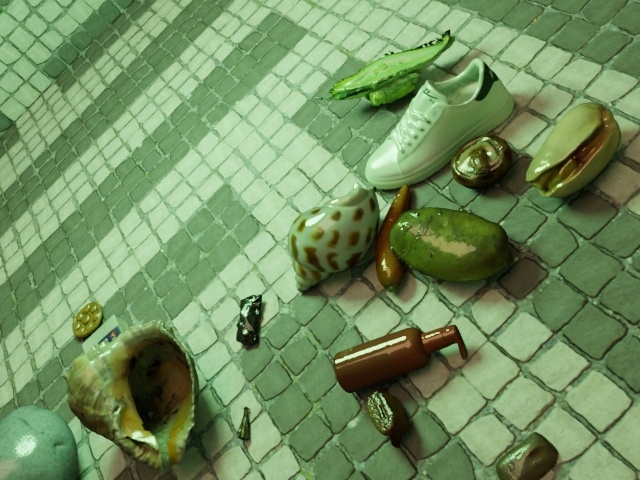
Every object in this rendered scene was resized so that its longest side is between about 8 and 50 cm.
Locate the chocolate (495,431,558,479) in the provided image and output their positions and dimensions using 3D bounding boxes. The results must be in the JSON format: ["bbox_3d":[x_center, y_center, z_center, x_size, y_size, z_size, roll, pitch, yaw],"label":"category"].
[{"bbox_3d":[0.323,0.348,1.047,0.101,0.031,0.064,-41,49,3],"label":"chocolate"}]

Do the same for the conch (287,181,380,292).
[{"bbox_3d":[0.021,0.001,1.431,0.275,0.183,0.148,-37,59,38],"label":"conch"}]

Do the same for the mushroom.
[{"bbox_3d":[0.329,-0.164,1.367,0.127,0.087,0.127,-16,55,24],"label":"mushroom"}]

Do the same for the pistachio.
[{"bbox_3d":[0.474,-0.164,1.250,0.200,0.117,0.145,-54,6,2],"label":"pistachio"}]

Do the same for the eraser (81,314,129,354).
[{"bbox_3d":[-0.517,0.296,1.669,0.124,0.068,0.210,-45,44,2],"label":"eraser"}]

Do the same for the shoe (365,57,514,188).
[{"bbox_3d":[0.234,-0.254,1.449,0.363,0.160,0.131,-32,44,13],"label":"shoe"}]

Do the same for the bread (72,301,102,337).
[{"bbox_3d":[-0.644,0.219,1.845,0.110,0.024,0.110,-18,51,24],"label":"bread"}]

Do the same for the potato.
[{"bbox_3d":[0.250,0.009,1.287,0.251,0.113,0.149,15,59,26],"label":"potato"}]

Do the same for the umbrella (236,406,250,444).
[{"bbox_3d":[-0.158,0.382,1.377,0.020,0.031,0.083,-46,31,49],"label":"umbrella"}]

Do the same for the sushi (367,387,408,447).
[{"bbox_3d":[0.123,0.313,1.203,0.052,0.055,0.120,-51,33,9],"label":"sushi"}]

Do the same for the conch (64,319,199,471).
[{"bbox_3d":[-0.374,0.331,1.457,0.352,0.210,0.297,42,97,18],"label":"conch"}]

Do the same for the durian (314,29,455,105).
[{"bbox_3d":[0.163,-0.399,1.640,0.375,0.106,0.132,-23,51,20],"label":"durian"}]

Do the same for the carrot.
[{"bbox_3d":[0.150,-0.008,1.410,0.066,0.062,0.271,-48,28,48],"label":"carrot"}]

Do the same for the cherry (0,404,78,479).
[{"bbox_3d":[-0.678,0.522,1.518,0.255,0.218,0.296,-25,42,28],"label":"cherry"}]

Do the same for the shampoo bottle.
[{"bbox_3d":[0.145,0.212,1.239,0.244,0.085,0.085,-21,49,21],"label":"shampoo bottle"}]

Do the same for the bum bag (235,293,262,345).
[{"bbox_3d":[-0.163,0.180,1.516,0.058,0.034,0.124,-5,57,22],"label":"bum bag"}]
